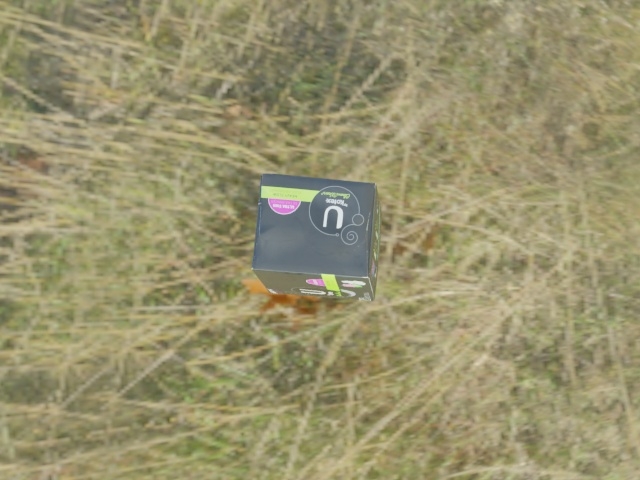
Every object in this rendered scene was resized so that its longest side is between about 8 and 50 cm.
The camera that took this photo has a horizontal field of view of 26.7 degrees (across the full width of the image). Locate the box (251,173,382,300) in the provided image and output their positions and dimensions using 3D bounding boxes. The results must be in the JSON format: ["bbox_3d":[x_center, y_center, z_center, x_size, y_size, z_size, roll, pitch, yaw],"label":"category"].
[{"bbox_3d":[0.000,0.000,0.716,0.062,0.083,0.052,4,80,6],"label":"box"}]
